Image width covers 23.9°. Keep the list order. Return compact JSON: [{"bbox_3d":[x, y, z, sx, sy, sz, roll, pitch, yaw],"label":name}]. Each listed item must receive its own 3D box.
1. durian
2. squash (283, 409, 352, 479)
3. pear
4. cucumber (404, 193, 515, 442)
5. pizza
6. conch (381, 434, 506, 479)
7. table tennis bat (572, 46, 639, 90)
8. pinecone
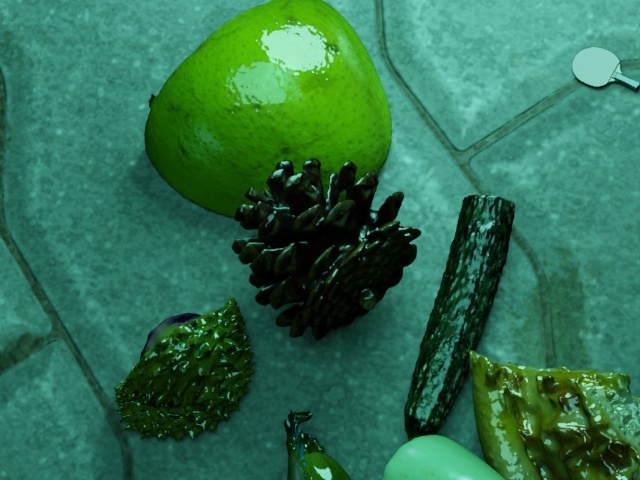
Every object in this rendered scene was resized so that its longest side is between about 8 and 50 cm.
[{"bbox_3d":[-0.148,0.146,1.648,0.186,0.108,0.119,-36,68,-5],"label":"durian"},{"bbox_3d":[0.023,0.334,1.564,0.087,0.087,0.331,-19,70,2],"label":"squash"},{"bbox_3d":[-0.045,-0.135,1.728,0.288,0.139,0.239,-40,78,-4],"label":"pear"},{"bbox_3d":[0.148,0.090,1.643,0.067,0.067,0.293,14,77,14],"label":"cucumber"},{"bbox_3d":[0.278,0.246,1.541,0.182,0.074,0.365,-37,71,21],"label":"pizza"},{"bbox_3d":[0.158,0.290,1.511,0.250,0.137,0.143,22,118,36],"label":"conch"},{"bbox_3d":[0.331,-0.195,1.746,0.083,0.007,0.050,29,77,20],"label":"table tennis bat"},{"bbox_3d":[0.000,0.000,1.628,0.207,0.208,0.208,-3,70,8],"label":"pinecone"}]
